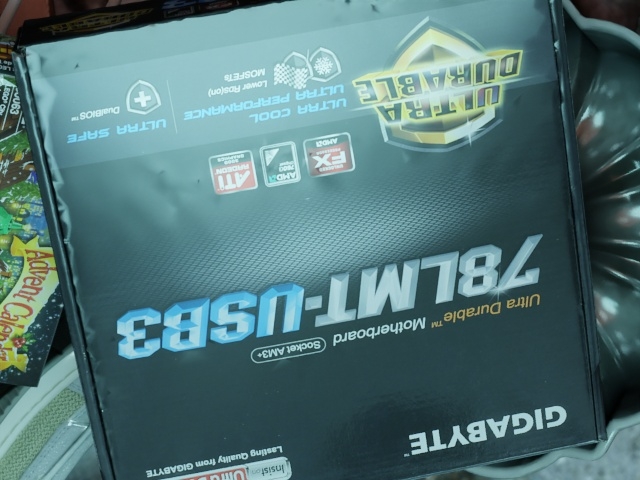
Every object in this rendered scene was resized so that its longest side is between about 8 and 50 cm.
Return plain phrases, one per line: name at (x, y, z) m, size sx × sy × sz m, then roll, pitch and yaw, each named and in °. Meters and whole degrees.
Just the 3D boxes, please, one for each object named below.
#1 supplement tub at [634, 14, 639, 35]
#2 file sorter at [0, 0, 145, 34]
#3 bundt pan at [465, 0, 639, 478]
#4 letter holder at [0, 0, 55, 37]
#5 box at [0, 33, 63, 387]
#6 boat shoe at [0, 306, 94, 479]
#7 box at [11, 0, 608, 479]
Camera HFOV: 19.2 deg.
supplement tub at (0.375, -0.223, 1.315) m, size 0.235 × 0.235 × 0.325 m, roll 29°, pitch 89°, yaw -10°
file sorter at (-0.067, -0.077, 1.218) m, size 0.278 × 0.173 × 0.193 m, roll 33°, pitch 103°, yaw 16°
bundt pan at (0.128, -0.009, 1.305) m, size 0.331 × 0.124 × 0.330 m, roll 1°, pitch 94°, yaw 20°
letter holder at (-0.291, -0.208, 1.256) m, size 0.214 × 0.152 × 0.302 m, roll -13°, pitch 96°, yaw -10°
box at (-0.220, -0.020, 1.126) m, size 0.159 × 0.044 × 0.233 m, roll 11°, pitch 127°, yaw -15°
boat shoe at (-0.185, 0.133, 1.318) m, size 0.320 × 0.118 × 0.103 m, roll -46°, pitch 107°, yaw 1°
box at (0.000, 0.000, 1.064) m, size 0.295 × 0.073 × 0.293 m, roll -10°, pitch 108°, yaw -3°
